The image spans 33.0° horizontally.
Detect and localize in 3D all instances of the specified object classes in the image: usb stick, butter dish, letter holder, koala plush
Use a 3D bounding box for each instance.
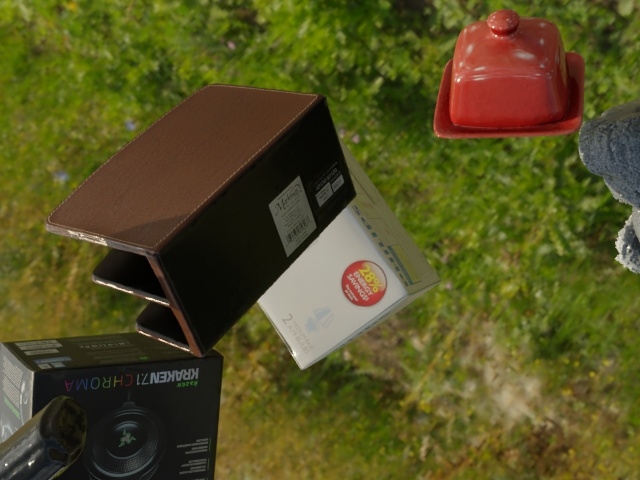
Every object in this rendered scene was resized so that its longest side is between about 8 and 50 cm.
[{"bbox_3d":[-0.297,0.225,0.896,0.278,0.077,0.045,-39,110,18],"label":"usb stick"},{"bbox_3d":[0.202,-0.194,1.167,0.160,0.160,0.118,0,132,16],"label":"butter dish"},{"bbox_3d":[-0.141,-0.039,1.272,0.214,0.302,0.152,13,137,38],"label":"letter holder"},{"bbox_3d":[0.435,-0.063,1.363,0.196,0.203,0.221,-6,103,47],"label":"koala plush"}]

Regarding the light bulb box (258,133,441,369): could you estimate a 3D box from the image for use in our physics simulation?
[{"bbox_3d":[0.000,0.000,1.879,0.358,0.225,0.361,55,-167,7],"label":"light bulb box"}]

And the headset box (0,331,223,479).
[{"bbox_3d":[-0.265,0.268,1.342,0.131,0.246,0.283,22,109,55],"label":"headset box"}]
